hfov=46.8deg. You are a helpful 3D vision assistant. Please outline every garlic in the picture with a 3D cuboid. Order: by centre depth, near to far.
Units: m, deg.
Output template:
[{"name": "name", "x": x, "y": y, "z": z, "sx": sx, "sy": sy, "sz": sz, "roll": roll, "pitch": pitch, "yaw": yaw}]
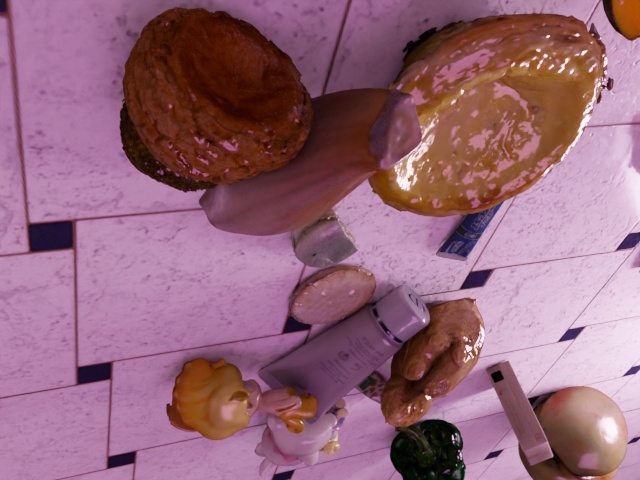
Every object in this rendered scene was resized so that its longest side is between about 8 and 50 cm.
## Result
[{"name": "garlic", "x": -0.012, "y": -0.083, "z": 0.787, "sx": 0.112, "sy": 0.143, "sz": 0.318, "roll": 41, "pitch": 146, "yaw": -20}]

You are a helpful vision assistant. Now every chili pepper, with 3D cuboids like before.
[{"name": "chili pepper", "x": 0.246, "y": 0.503, "z": 1.732, "sx": 0.174, "sy": 0.165, "sz": 0.261, "roll": -19, "pitch": 144, "yaw": 14}]

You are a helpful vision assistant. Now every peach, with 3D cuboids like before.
[{"name": "peach", "x": 0.653, "y": 0.507, "z": 1.903, "sx": 0.292, "sy": 0.247, "sz": 0.292, "roll": -35, "pitch": 143, "yaw": -32}]

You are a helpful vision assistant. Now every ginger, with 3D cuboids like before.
[{"name": "ginger", "x": 0.199, "y": 0.260, "z": 1.347, "sx": 0.166, "sy": 0.236, "sz": 0.375, "roll": 6, "pitch": 137, "yaw": 9}]

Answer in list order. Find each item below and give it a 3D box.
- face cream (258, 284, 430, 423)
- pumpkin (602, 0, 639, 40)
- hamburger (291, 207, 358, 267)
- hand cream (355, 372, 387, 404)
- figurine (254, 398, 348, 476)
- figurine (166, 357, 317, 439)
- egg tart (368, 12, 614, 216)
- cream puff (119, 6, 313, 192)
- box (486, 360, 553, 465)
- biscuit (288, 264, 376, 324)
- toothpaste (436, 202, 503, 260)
[{"name": "face cream", "x": 0.046, "y": 0.195, "z": 1.269, "sx": 0.314, "sy": 0.089, "sz": 0.143, "roll": -40, "pitch": 104, "yaw": 19}, {"name": "pumpkin", "x": 0.413, "y": -0.337, "z": 0.800, "sx": 0.278, "sy": 0.111, "sz": 0.163, "roll": -16, "pitch": 128, "yaw": -8}, {"name": "hamburger", "x": 0.001, "y": 0.003, "z": 1.036, "sx": 0.084, "sy": 0.054, "sz": 0.121, "roll": -31, "pitch": 151, "yaw": 7}, {"name": "hand cream", "x": 0.105, "y": 0.294, "z": 1.494, "sx": 0.057, "sy": 0.037, "sz": 0.165, "roll": -33, "pitch": 138, "yaw": 12}, {"name": "figurine", "x": -0.047, "y": 0.383, "z": 1.449, "sx": 0.155, "sy": 0.127, "sz": 0.235, "roll": -16, "pitch": 151, "yaw": -27}, {"name": "figurine", "x": -0.129, "y": 0.266, "z": 1.225, "sx": 0.246, "sy": 0.131, "sz": 0.156, "roll": 11, "pitch": 173, "yaw": -18}, {"name": "egg tart", "x": 0.178, "y": -0.155, "z": 0.873, "sx": 0.315, "sy": 0.120, "sz": 0.315, "roll": -14, "pitch": 144, "yaw": -10}, {"name": "cream puff", "x": -0.119, "y": -0.114, "z": 0.730, "sx": 0.183, "sy": 0.183, "sz": 0.169, "roll": 8, "pitch": 147, "yaw": -36}, {"name": "box", "x": 0.443, "y": 0.384, "z": 1.648, "sx": 0.058, "sy": 0.201, "sz": 0.141, "roll": -24, "pitch": 144, "yaw": 8}, {"name": "biscuit", "x": 0.020, "y": 0.089, "z": 1.183, "sx": 0.152, "sy": 0.020, "sz": 0.152, "roll": -16, "pitch": 144, "yaw": -12}, {"name": "toothpaste", "x": 0.242, "y": -0.033, "z": 1.140, "sx": 0.057, "sy": 0.034, "sz": 0.197, "roll": 10, "pitch": 137, "yaw": -16}]
